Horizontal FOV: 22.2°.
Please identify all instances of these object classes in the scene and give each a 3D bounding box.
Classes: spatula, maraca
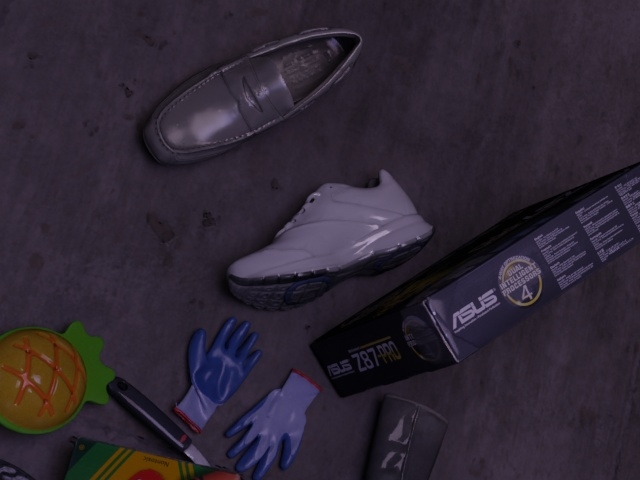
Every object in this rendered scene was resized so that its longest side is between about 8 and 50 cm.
[{"bbox_3d":[-0.150,0.270,1.985,0.296,0.030,0.084,47,38,-6],"label":"spatula"},{"bbox_3d":[-0.318,0.158,1.901,0.186,0.099,0.127,-15,86,-46],"label":"maraca"}]

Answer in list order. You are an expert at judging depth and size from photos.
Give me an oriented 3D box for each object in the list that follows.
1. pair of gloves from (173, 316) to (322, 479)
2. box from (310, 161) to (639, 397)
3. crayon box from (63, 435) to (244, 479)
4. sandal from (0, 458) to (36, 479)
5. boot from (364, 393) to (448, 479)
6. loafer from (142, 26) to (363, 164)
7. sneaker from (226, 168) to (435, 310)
[{"bbox_3d":[-0.095,0.195,2.042,0.198,0.023,0.159,41,63,-14],"label":"pair of gloves"},{"bbox_3d":[0.217,0.050,2.058,0.395,0.318,0.097,-30,94,-27],"label":"box"},{"bbox_3d":[-0.221,0.400,1.853,0.202,0.081,0.318,11,72,10],"label":"crayon box"},{"bbox_3d":[-0.504,0.328,1.781,0.446,0.107,0.167,-6,81,-14],"label":"sandal"},{"bbox_3d":[0.068,0.294,2.070,0.190,0.076,0.208,27,75,-35],"label":"boot"},{"bbox_3d":[-0.083,-0.193,2.077,0.319,0.111,0.112,-33,95,-28],"label":"loafer"},{"bbox_3d":[0.000,0.000,2.098,0.297,0.111,0.129,-19,72,-32],"label":"sneaker"}]
